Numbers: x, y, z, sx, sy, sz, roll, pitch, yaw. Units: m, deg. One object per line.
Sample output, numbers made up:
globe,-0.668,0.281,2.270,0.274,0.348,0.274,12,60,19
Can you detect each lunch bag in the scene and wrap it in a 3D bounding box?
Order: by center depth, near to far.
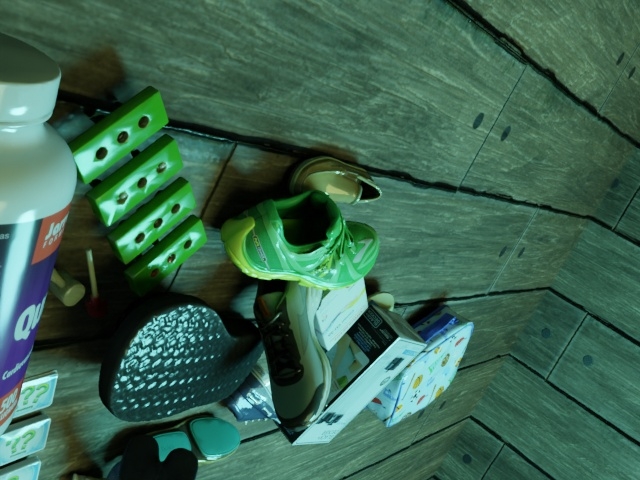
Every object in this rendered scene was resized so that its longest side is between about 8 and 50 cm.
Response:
lunch bag,0.235,0.287,1.791,0.303,0.115,0.243,-28,140,-39

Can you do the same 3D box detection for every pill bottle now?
pill bottle,-0.296,0.006,0.572,0.181,0.181,0.323,-10,130,-53

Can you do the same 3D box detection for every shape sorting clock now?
shape sorting clock,0.065,0.178,1.476,0.206,0.040,0.206,-31,152,-19

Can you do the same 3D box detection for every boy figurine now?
boy figurine,-0.271,0.375,1.062,0.285,0.177,0.092,-55,-164,40

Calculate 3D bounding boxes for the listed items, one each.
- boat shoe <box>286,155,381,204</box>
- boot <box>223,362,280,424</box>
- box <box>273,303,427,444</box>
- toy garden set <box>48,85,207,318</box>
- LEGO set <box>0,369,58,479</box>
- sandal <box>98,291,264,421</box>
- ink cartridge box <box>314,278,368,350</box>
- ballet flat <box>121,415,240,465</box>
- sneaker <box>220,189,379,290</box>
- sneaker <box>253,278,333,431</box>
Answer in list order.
boat shoe,0.030,-0.081,1.103,0.190,0.072,0.068,-10,129,-53
boot,-0.112,0.285,1.305,0.086,0.069,0.190,-39,141,-14
box,0.053,0.261,1.441,0.290,0.087,0.169,-46,154,9
toy garden set,-0.231,-0.021,0.793,0.204,0.049,0.244,-43,151,-25
LEGO set,-0.398,0.256,0.825,0.244,0.060,0.182,-10,125,-53
sandal,-0.193,0.146,0.997,0.167,0.107,0.446,-54,165,-5
ink cartridge box,0.020,0.108,1.301,0.115,0.067,0.198,-45,151,-19
ballet flat,-0.219,0.323,1.181,0.073,0.080,0.232,-34,157,22
sneaker,0.000,0.000,1.051,0.123,0.109,0.295,-36,156,33
sneaker,-0.053,0.138,1.088,0.100,0.272,0.108,-19,155,31
